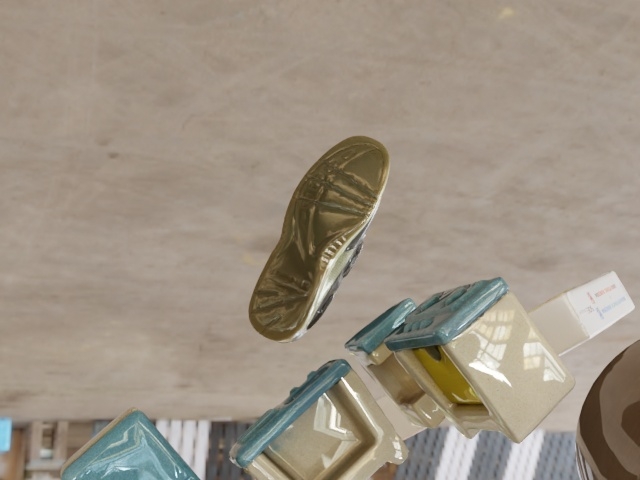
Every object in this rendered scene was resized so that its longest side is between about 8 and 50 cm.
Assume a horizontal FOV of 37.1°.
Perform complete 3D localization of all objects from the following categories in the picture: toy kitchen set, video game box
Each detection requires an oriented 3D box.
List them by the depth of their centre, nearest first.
[{"bbox_3d":[-0.011,0.094,0.473,0.207,0.122,0.166,-41,-178,-16],"label":"toy kitchen set"},{"bbox_3d":[0.164,0.101,0.844,0.205,0.048,0.187,-35,165,26],"label":"video game box"}]

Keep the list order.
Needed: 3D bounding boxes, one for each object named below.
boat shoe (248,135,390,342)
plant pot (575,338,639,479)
[{"bbox_3d":[0.001,0.001,0.952,0.080,0.224,0.073,25,170,13],"label":"boat shoe"},{"bbox_3d":[0.254,0.143,0.518,0.262,0.263,0.229,0,-169,-7],"label":"plant pot"}]
